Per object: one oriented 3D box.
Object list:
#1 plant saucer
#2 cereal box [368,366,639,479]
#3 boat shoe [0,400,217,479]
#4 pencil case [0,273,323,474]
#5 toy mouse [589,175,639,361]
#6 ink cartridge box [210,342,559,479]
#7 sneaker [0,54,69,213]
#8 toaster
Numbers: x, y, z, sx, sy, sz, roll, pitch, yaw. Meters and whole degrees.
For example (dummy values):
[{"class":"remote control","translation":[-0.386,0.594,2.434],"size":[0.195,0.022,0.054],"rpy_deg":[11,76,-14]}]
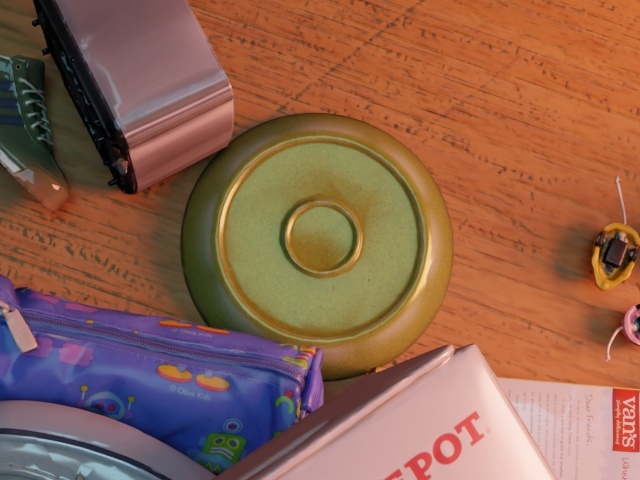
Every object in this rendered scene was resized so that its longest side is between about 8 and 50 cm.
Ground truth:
[{"class":"plant saucer","translation":[0.000,0.000,0.983],"size":[0.241,0.037,0.241],"rpy_deg":[1,79,-6]},{"class":"cereal box","translation":[0.154,0.201,0.951],"size":[0.240,0.047,0.173],"rpy_deg":[6,80,-5]},{"class":"boat shoe","translation":[-0.124,0.260,0.831],"size":[0.367,0.136,0.156],"rpy_deg":[33,36,-11]},{"class":"pencil case","translation":[-0.146,0.110,0.900],"size":[0.306,0.133,0.119],"rpy_deg":[14,56,-3]},{"class":"toy mouse","translation":[0.302,0.042,1.005],"size":[0.143,0.031,0.161],"rpy_deg":[19,78,-1]},{"class":"ink cartridge box","translation":[0.059,0.306,0.718],"size":[0.285,0.166,0.395],"rpy_deg":[-30,90,-27]},{"class":"sneaker","translation":[-0.262,-0.118,0.966],"size":[0.086,0.064,0.192],"rpy_deg":[-43,82,-7]},{"class":"toaster","translation":[-0.151,-0.132,0.927],"size":[0.110,0.168,0.185],"rpy_deg":[-26,82,-11]}]
